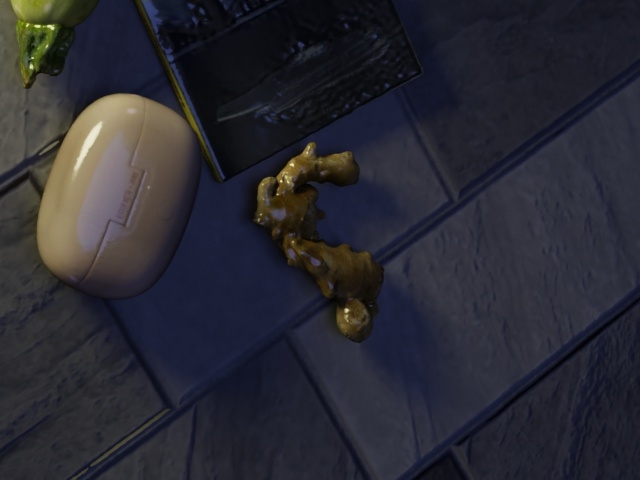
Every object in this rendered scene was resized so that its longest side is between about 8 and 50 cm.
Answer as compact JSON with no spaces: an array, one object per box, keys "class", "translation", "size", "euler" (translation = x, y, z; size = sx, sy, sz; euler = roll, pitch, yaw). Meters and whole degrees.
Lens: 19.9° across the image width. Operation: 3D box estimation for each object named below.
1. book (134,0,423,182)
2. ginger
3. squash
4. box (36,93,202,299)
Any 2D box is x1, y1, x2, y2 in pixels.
[{"class":"book","translation":[-0.070,-0.280,1.865],"size":[0.262,0.028,0.374],"euler":[-30,107,-20]},{"class":"ginger","translation":[0.000,0.000,1.913],"size":[0.176,0.052,0.193],"euler":[14,80,-28]},{"class":"squash","translation":[-0.243,-0.289,1.727],"size":[0.137,0.137,0.287],"euler":[25,103,-27]},{"class":"box","translation":[-0.196,-0.042,1.784],"size":[0.146,0.088,0.200],"euler":[21,83,-26]}]
